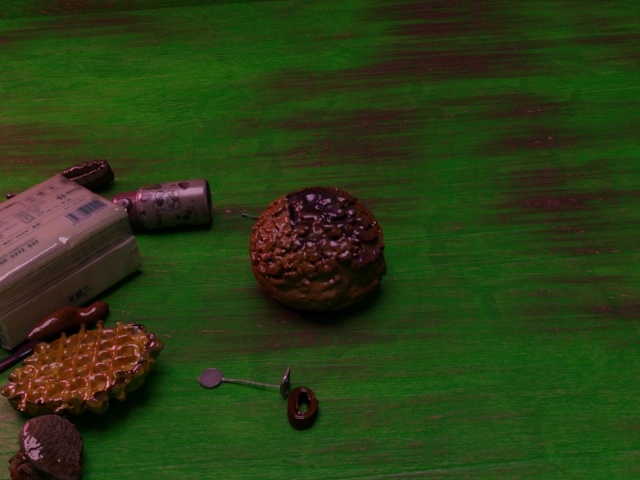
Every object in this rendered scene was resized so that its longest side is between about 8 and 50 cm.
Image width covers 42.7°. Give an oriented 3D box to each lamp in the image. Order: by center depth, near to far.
[{"bbox_3d":[-0.150,0.268,1.605,0.198,0.056,0.050,3,39,18],"label":"lamp"}]

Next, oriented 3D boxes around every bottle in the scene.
[{"bbox_3d":[-0.407,-0.088,2.086,0.253,0.121,0.120,-7,35,-2],"label":"bottle"}]

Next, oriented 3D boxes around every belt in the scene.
[{"bbox_3d":[-0.033,0.314,1.535,0.059,0.036,0.083,1,35,-2],"label":"belt"}]

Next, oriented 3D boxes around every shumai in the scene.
[{"bbox_3d":[-0.489,0.387,1.441,0.116,0.145,0.146,-46,32,17],"label":"shumai"}]

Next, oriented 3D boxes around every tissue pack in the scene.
[{"bbox_3d":[-0.649,0.035,1.863,0.297,0.207,0.380,26,46,34],"label":"tissue pack"}]

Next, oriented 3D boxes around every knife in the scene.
[{"bbox_3d":[-0.631,0.236,1.744,0.035,0.018,0.247,23,41,39],"label":"knife"}]

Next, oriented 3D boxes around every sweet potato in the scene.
[{"bbox_3d":[-0.546,0.170,1.772,0.202,0.058,0.055,-20,1,-38],"label":"sweet potato"}]

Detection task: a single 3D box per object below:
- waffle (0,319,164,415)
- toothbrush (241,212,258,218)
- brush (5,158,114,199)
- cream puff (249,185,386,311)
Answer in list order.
[{"bbox_3d":[-0.464,0.256,1.616,0.329,0.062,0.329,-10,25,5],"label":"waffle"},{"bbox_3d":[-0.161,-0.057,2.106,0.096,0.008,0.006,13,39,22],"label":"toothbrush"},{"bbox_3d":[-0.725,-0.154,2.272,0.300,0.084,0.071,-15,68,-2],"label":"brush"},{"bbox_3d":[0.000,0.000,1.813,0.327,0.231,0.343,14,39,31],"label":"cream puff"}]
